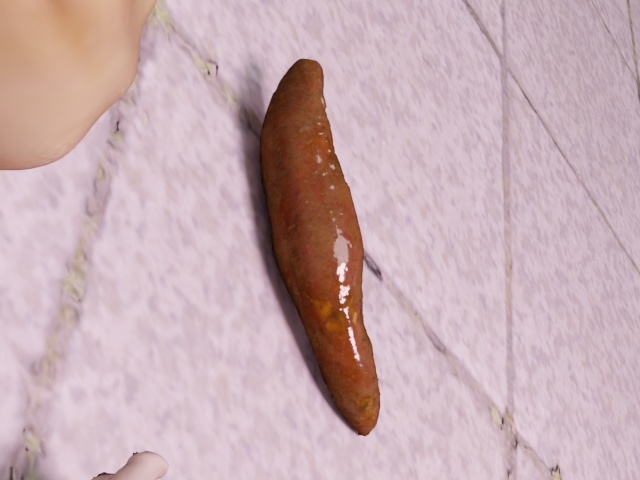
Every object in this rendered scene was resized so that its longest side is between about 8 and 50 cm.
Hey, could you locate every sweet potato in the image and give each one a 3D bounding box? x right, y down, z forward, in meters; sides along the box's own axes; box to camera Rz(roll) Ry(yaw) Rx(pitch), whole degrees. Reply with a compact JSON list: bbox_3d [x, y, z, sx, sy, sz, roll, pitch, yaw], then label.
[{"bbox_3d":[-0.001,0.002,0.820,0.078,0.058,0.255,38,40,-80],"label":"sweet potato"}]

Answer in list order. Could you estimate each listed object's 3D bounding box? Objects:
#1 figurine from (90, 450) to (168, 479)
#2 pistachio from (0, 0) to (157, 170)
[{"bbox_3d":[-0.119,0.141,0.482,0.083,0.083,0.187,60,34,-18],"label":"figurine"},{"bbox_3d":[-0.183,-0.150,0.392,0.229,0.238,0.321,-47,110,-15],"label":"pistachio"}]
